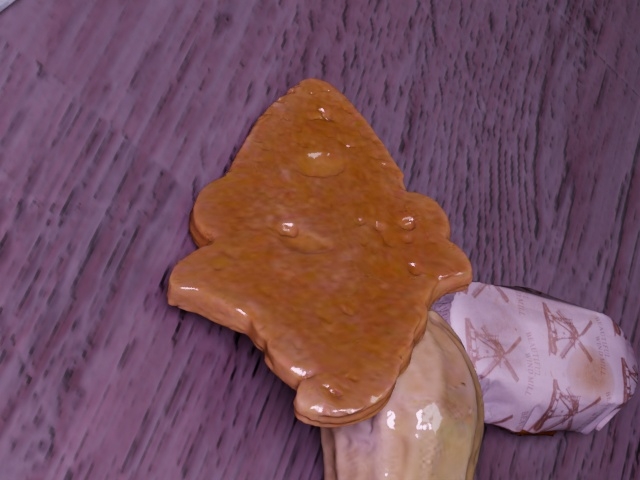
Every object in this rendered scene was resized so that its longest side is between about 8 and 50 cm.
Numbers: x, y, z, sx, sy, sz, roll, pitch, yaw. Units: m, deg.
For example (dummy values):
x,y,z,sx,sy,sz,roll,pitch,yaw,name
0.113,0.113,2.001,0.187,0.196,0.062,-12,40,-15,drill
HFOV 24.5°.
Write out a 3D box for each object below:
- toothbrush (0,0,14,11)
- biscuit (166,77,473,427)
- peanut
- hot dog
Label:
x,y,z,sx,sy,sz,roll,pitch,yaw,name
-0.190,-0.098,0.721,0.019,0.016,0.219,51,47,-13,toothbrush
0.000,0.000,0.798,0.162,0.035,0.250,7,47,-9,biscuit
0.045,0.131,0.783,0.090,0.098,0.214,14,66,-34,peanut
0.129,0.073,0.916,0.192,0.053,0.099,10,68,-42,hot dog
